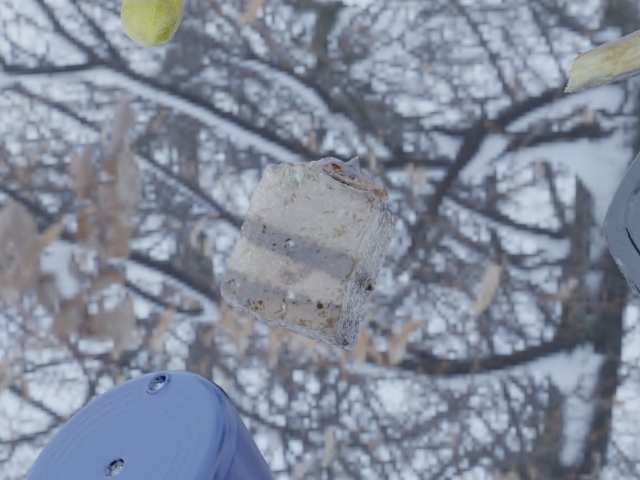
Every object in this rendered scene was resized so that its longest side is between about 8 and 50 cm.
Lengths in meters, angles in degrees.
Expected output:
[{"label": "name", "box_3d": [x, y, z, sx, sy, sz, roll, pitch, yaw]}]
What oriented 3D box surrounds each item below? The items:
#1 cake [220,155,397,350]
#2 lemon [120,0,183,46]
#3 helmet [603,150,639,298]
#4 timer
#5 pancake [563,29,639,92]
[{"label": "cake", "box_3d": [0.000, 0.000, 2.081, 0.196, 0.293, 0.199, 20, 172, 18]}, {"label": "lemon", "box_3d": [-0.216, -0.299, 1.805, 0.082, 0.111, 0.082, 7, -130, -9]}, {"label": "helmet", "box_3d": [0.381, 0.012, 1.160, 0.154, 0.198, 0.253, 14, -157, -51]}, {"label": "timer", "box_3d": [-0.121, 0.357, 1.531, 0.270, 0.383, 0.270, -23, -145, 17]}, {"label": "pancake", "box_3d": [0.404, -0.241, 1.673, 0.266, 0.057, 0.244, -18, -173, 6]}]
